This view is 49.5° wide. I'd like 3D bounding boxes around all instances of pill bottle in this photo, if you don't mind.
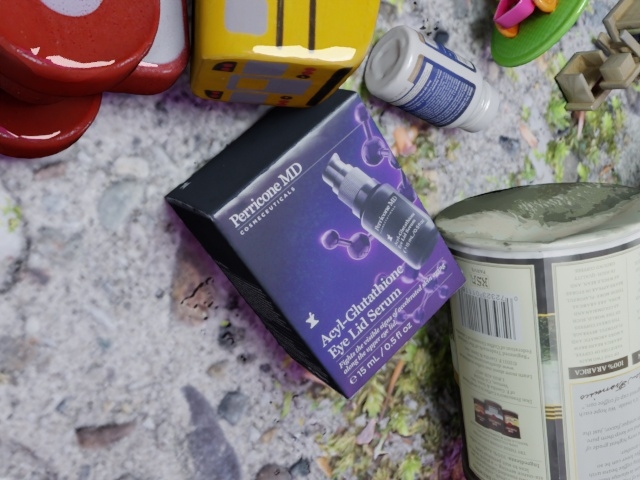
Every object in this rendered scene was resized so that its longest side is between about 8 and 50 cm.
[{"bbox_3d":[0.106,-0.143,0.639,0.120,0.067,0.067,19,90,-31],"label":"pill bottle"}]

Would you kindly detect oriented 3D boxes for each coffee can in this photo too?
[{"bbox_3d":[0.228,0.100,0.680,0.201,0.201,0.275,-18,108,-26],"label":"coffee can"}]

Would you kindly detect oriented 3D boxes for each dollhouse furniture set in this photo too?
[{"bbox_3d":[0.376,-0.182,0.720,0.161,0.182,0.101,-48,119,-14],"label":"dollhouse furniture set"}]

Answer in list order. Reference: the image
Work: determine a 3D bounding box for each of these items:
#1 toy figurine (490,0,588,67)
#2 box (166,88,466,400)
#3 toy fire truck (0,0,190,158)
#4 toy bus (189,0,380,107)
[{"bbox_3d":[0.149,-0.270,0.625,0.159,0.130,0.173,27,64,-22],"label":"toy figurine"},{"bbox_3d":[0.000,0.000,0.583,0.153,0.108,0.207,-43,118,-15],"label":"box"},{"bbox_3d":[-0.226,-0.190,0.396,0.302,0.169,0.254,-2,83,-31],"label":"toy fire truck"},{"bbox_3d":[-0.020,-0.268,0.484,0.130,0.108,0.333,2,85,-14],"label":"toy bus"}]
